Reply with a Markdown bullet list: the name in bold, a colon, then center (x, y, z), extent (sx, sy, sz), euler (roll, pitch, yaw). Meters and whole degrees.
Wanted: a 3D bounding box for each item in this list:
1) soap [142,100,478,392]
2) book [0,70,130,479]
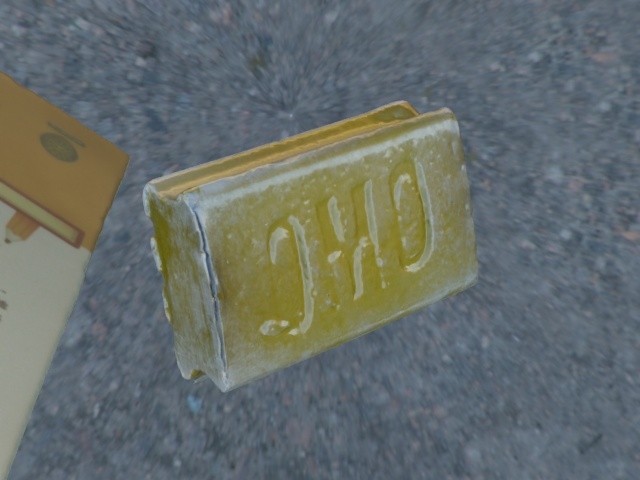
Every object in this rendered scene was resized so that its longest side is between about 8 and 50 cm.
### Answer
- **soap**: center (0.000, 0.000, 1.137), extent (0.274, 0.089, 0.173), euler (-21, 110, -34)
- **book**: center (-0.198, -0.027, 0.621), extent (0.208, 0.295, 0.020), euler (35, 115, -14)
